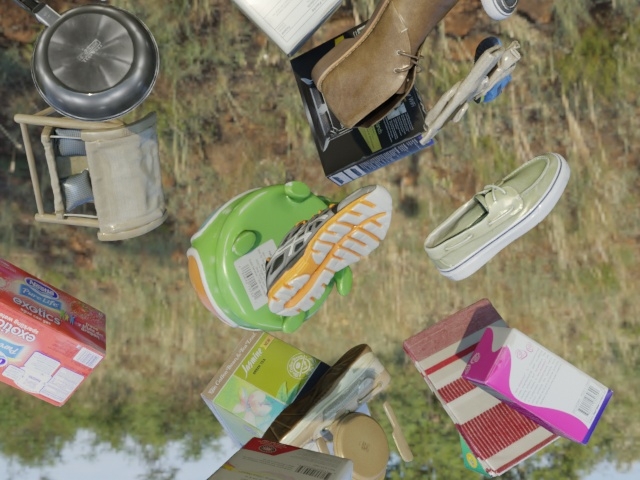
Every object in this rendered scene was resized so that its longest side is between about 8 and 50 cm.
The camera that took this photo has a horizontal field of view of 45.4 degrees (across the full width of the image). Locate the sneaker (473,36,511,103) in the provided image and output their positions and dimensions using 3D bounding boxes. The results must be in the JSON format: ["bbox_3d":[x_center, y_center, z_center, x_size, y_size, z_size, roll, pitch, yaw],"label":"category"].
[{"bbox_3d":[0.397,-0.394,1.741,0.082,0.069,0.209,-18,154,-6],"label":"sneaker"}]

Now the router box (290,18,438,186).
[{"bbox_3d":[0.089,-0.307,1.671,0.243,0.308,0.081,-23,160,19],"label":"router box"}]

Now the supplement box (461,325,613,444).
[{"bbox_3d":[0.382,0.254,1.363,0.220,0.111,0.114,33,170,-10],"label":"supplement box"}]

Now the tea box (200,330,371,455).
[{"bbox_3d":[-0.066,0.426,1.857,0.324,0.220,0.329,23,152,25],"label":"tea box"}]

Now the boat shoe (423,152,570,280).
[{"bbox_3d":[0.318,-0.053,1.378,0.094,0.302,0.109,41,-173,-34],"label":"boat shoe"}]

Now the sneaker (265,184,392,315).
[{"bbox_3d":[0.000,0.000,0.958,0.215,0.083,0.084,-43,134,20],"label":"sneaker"}]

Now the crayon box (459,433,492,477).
[{"bbox_3d":[0.408,0.409,1.860,0.081,0.278,0.165,10,-147,40],"label":"crayon box"}]

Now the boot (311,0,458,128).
[{"bbox_3d":[0.117,-0.264,1.032,0.112,0.115,0.305,-3,152,-45],"label":"boot"}]

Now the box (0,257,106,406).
[{"bbox_3d":[-0.564,0.159,1.414,0.300,0.154,0.142,34,-165,-29],"label":"box"}]

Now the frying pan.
[{"bbox_3d":[-0.379,-0.338,1.194,0.197,0.326,0.053,-25,173,-8],"label":"frying pan"}]

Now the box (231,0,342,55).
[{"bbox_3d":[-0.117,-0.477,1.326,0.148,0.311,0.121,-44,-172,5],"label":"box"}]

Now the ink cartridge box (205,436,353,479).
[{"bbox_3d":[-0.054,0.285,0.811,0.128,0.072,0.175,9,-169,19],"label":"ink cartridge box"}]

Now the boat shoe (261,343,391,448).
[{"bbox_3d":[0.005,0.320,1.379,0.302,0.098,0.109,-43,-169,-17],"label":"boat shoe"}]

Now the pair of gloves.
[{"bbox_3d":[0.264,-0.258,1.329,0.204,0.042,0.240,-46,174,30],"label":"pair of gloves"}]

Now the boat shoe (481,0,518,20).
[{"bbox_3d":[0.285,-0.430,1.087,0.080,0.228,0.076,18,172,-35],"label":"boat shoe"}]

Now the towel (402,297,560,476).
[{"bbox_3d":[0.350,0.296,1.592,0.237,0.329,0.037,-23,154,-22],"label":"towel"}]

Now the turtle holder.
[{"bbox_3d":[-0.091,0.005,1.318,0.243,0.320,0.228,41,152,-31],"label":"turtle holder"}]

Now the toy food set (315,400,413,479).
[{"bbox_3d":[0.068,0.368,1.338,0.192,0.132,0.039,-15,170,-42],"label":"toy food set"}]

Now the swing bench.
[{"bbox_3d":[-0.473,-0.151,1.613,0.255,0.253,0.165,16,-144,23],"label":"swing bench"}]
